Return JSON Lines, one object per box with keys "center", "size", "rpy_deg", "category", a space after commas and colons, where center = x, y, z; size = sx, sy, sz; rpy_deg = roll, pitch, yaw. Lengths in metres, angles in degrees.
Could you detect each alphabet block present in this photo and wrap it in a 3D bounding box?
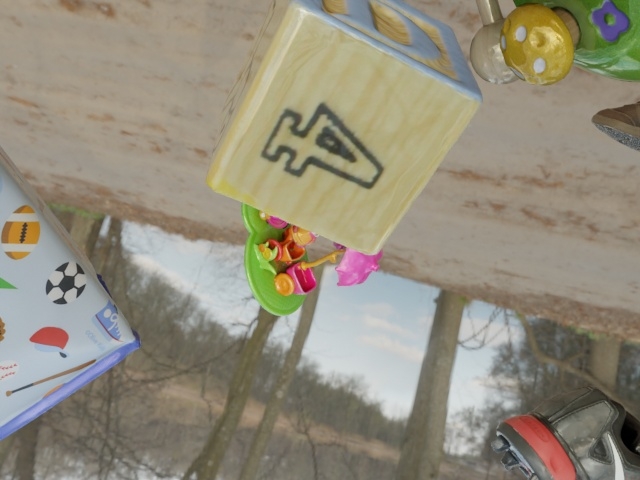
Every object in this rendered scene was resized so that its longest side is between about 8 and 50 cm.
{"center": [0.016, -0.138, 0.697], "size": [0.193, 0.192, 0.197], "rpy_deg": [23, 123, -15], "category": "alphabet block"}

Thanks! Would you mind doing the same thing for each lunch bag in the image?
{"center": [-0.456, 0.077, 0.739], "size": [0.239, 0.385, 0.328], "rpy_deg": [39, 161, 46], "category": "lunch bag"}

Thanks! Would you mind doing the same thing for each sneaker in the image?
{"center": [0.274, 0.242, 0.690], "size": [0.276, 0.135, 0.097], "rpy_deg": [58, 174, -34], "category": "sneaker"}
{"center": [0.419, -0.144, 0.845], "size": [0.066, 0.071, 0.188], "rpy_deg": [28, -174, -32], "category": "sneaker"}

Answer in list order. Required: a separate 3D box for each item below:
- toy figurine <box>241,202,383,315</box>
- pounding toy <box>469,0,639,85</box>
{"center": [0.000, 0.000, 0.855], "size": [0.159, 0.173, 0.130], "rpy_deg": [-12, -170, 35], "category": "toy figurine"}
{"center": [0.143, -0.167, 0.453], "size": [0.237, 0.110, 0.183], "rpy_deg": [22, 143, 61], "category": "pounding toy"}
